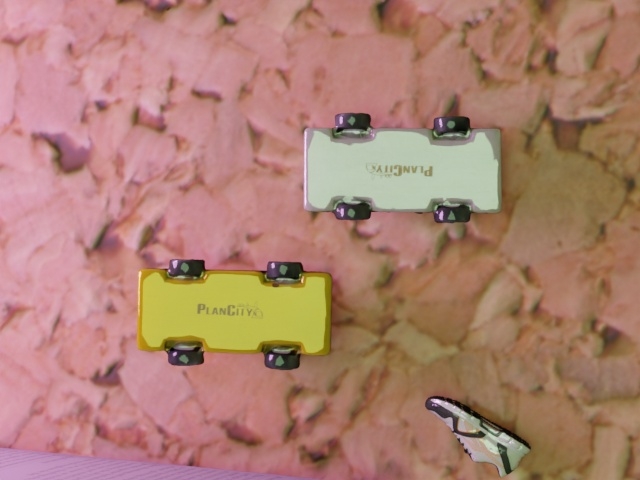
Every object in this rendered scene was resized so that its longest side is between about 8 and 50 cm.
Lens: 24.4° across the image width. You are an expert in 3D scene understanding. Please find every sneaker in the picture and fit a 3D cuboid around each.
[{"bbox_3d":[0.144,0.186,1.414,0.109,0.040,0.044,32,97,9],"label":"sneaker"}]

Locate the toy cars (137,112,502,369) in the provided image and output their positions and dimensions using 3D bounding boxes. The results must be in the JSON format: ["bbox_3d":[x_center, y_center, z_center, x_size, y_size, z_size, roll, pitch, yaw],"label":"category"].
[{"bbox_3d":[0.000,0.000,1.423,0.394,0.087,0.176,-40,88,4],"label":"toy cars"}]

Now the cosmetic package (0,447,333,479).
[{"bbox_3d":[-0.182,0.293,1.339,0.453,0.230,0.161,2,90,22],"label":"cosmetic package"}]
